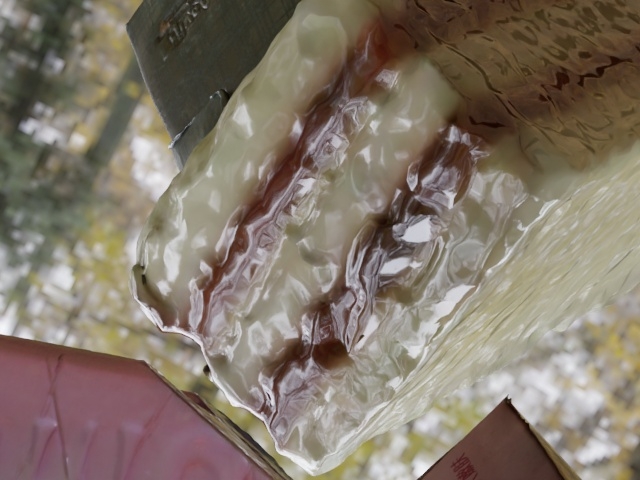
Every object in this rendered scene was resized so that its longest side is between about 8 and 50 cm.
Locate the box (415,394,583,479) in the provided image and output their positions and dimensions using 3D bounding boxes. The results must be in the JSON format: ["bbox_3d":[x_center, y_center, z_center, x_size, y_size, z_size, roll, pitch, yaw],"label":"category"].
[{"bbox_3d":[0.096,0.132,0.651,0.111,0.060,0.156,45,-174,-20],"label":"box"}]

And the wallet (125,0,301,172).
[{"bbox_3d":[-0.030,-0.085,1.197,0.044,0.169,0.317,17,-142,-40],"label":"wallet"}]

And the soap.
[{"bbox_3d":[-0.126,0.167,1.096,0.323,0.193,0.109,10,164,18],"label":"soap"}]

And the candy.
[{"bbox_3d":[0.080,-0.041,0.843,0.135,0.179,0.320,46,-146,14],"label":"candy"}]
